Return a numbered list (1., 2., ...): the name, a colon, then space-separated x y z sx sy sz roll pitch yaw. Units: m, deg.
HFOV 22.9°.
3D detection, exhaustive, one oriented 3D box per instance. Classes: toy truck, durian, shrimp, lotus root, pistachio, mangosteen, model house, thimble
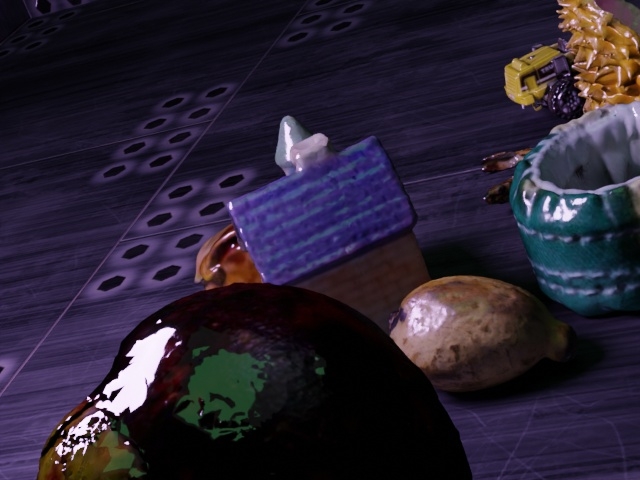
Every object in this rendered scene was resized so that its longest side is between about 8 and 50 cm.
1. toy truck: 0.419 -0.270 2.395 0.286 0.111 0.136 -21 21 -6
2. durian: 0.415 -0.279 2.215 0.185 0.195 0.305 -36 57 8
3. shrimp: 0.265 -0.094 2.229 0.195 0.035 0.148 -28 26 -33
4. lotus root: 0.181 0.102 1.776 0.214 0.138 0.138 -2 27 13
5. pistachio: -0.075 0.023 2.160 0.210 0.165 0.131 -26 67 12
6. mangosteen: -0.057 0.251 1.350 0.381 0.381 0.421 0 48 41
7. model house: 0.000 0.000 1.945 0.245 0.280 0.312 -24 22 -5
8. thimble: 0.361 -0.046 1.881 0.254 0.167 0.288 -13 25 16
